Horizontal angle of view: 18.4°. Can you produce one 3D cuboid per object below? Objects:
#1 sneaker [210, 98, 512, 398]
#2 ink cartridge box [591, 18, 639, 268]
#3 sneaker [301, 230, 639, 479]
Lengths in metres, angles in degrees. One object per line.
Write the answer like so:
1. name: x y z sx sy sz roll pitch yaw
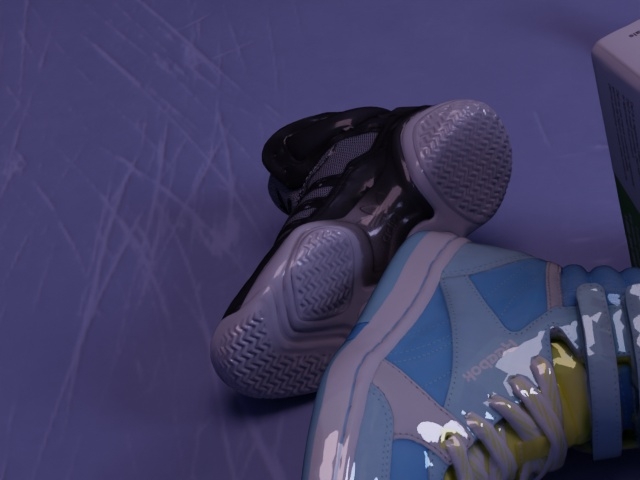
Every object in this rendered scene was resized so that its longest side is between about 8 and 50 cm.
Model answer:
1. sneaker: 0.000 0.000 1.332 0.268 0.101 0.153 -44 32 -25
2. ink cartridge box: 0.292 -0.002 1.176 0.117 0.201 0.278 -26 38 -11
3. sneaker: 0.116 0.104 1.133 0.208 0.127 0.319 5 37 17
